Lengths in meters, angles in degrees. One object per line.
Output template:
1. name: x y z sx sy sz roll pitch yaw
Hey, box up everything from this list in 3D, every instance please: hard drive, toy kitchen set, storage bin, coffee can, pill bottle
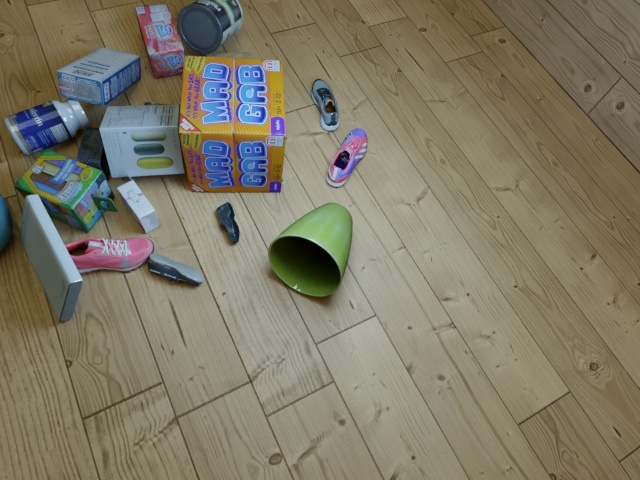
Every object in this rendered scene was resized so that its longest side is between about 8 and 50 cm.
1. hard drive: -0.881 0.059 1.517 0.047 0.233 0.353 -17 64 -46
2. toy kitchen set: -0.942 -0.338 1.798 0.075 0.068 0.083 14 61 -1
3. storage bin: -0.851 -0.327 1.775 0.084 0.122 0.180 2 63 -8
4. coffee can: -0.484 -0.972 2.072 0.201 0.202 0.276 17 41 1
5. pill bottle: -1.040 -0.444 1.791 0.264 0.153 0.153 -31 71 -22

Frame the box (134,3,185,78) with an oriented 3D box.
1. box: -0.705 -0.886 2.073 0.153 0.142 0.300 -16 67 -16

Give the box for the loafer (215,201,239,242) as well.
1. loafer: -0.348 -0.061 1.756 0.061 0.062 0.170 -22 63 6

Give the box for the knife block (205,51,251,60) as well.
1. knife block: -0.429 -0.708 2.054 0.275 0.088 0.242 -5 65 -11

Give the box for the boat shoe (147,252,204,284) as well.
1. boat shoe: -0.512 0.114 1.647 0.205 0.075 0.065 25 105 -1

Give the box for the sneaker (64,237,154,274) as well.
1. sneaker: -0.734 0.043 1.595 0.313 0.136 0.116 -10 66 -13

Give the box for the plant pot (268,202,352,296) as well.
1. plant pot: 0.000 0.000 1.678 0.274 0.275 0.294 27 47 6

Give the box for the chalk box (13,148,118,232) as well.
1. chalk box: -0.868 -0.161 1.656 0.288 0.180 0.179 22 62 5

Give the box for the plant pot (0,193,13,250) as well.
1. plant pot: -1.163 -0.058 1.528 0.292 0.235 0.293 3 62 -6

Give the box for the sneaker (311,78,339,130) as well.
1. sneaker: 0.029 -0.617 2.064 0.100 0.108 0.272 -11 64 -12

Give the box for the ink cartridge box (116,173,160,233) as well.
1. ink cartridge box: -0.673 -0.136 1.708 0.067 0.115 0.198 -33 71 -22

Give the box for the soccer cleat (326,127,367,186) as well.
1. soccer cleat: 0.122 -0.366 1.942 0.108 0.116 0.318 27 63 6

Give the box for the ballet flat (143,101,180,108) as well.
1. ballet flat: -0.611 -0.540 1.958 0.249 0.084 0.058 3 99 -9

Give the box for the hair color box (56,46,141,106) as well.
1. hair color box: -0.877 -0.665 1.880 0.173 0.105 0.347 13 36 -1

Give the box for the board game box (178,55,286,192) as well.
1. board game box: -0.322 -0.427 1.772 0.355 0.357 0.357 0 63 -9

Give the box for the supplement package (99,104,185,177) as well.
1. supplement package: -0.654 -0.375 1.753 0.262 0.200 0.198 -5 39 -11
